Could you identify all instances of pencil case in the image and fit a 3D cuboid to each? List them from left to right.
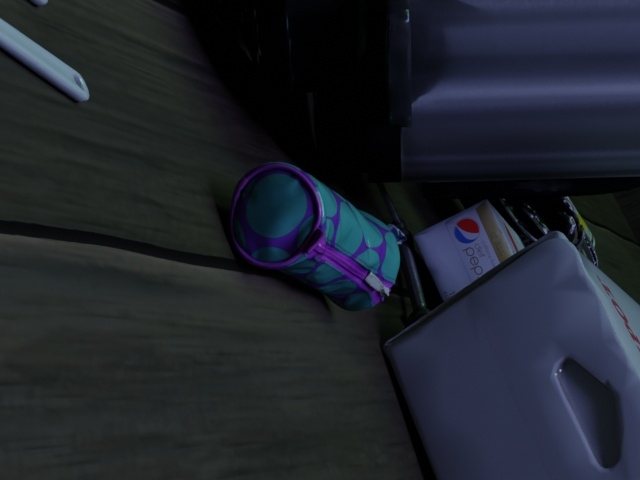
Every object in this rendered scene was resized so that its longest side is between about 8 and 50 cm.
[{"bbox_3d":[0.000,0.000,1.043,0.070,0.064,0.152,41,5,25],"label":"pencil case"}]

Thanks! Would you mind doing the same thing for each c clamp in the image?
[{"bbox_3d":[0.079,0.043,1.332,0.137,0.022,0.160,57,13,-40],"label":"c clamp"}]

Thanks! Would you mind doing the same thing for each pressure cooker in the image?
[{"bbox_3d":[0.121,-0.225,1.234,0.370,0.420,0.375,80,9,-79],"label":"pressure cooker"}]

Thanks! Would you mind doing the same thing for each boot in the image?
[{"bbox_3d":[0.200,-0.019,1.615,0.263,0.091,0.229,47,1,-17],"label":"boot"}]

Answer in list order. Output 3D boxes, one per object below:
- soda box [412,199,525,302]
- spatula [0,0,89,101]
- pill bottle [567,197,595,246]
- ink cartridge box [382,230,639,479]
[{"bbox_3d":[0.140,0.027,1.429,0.074,0.069,0.216,66,10,13],"label":"soda box"},{"bbox_3d":[-0.187,-0.166,0.798,0.242,0.019,0.168,34,30,-61],"label":"spatula"},{"bbox_3d":[0.280,-0.024,2.049,0.116,0.065,0.065,53,17,-33],"label":"pill bottle"},{"bbox_3d":[0.239,0.201,1.216,0.385,0.160,0.279,37,24,-48],"label":"ink cartridge box"}]
